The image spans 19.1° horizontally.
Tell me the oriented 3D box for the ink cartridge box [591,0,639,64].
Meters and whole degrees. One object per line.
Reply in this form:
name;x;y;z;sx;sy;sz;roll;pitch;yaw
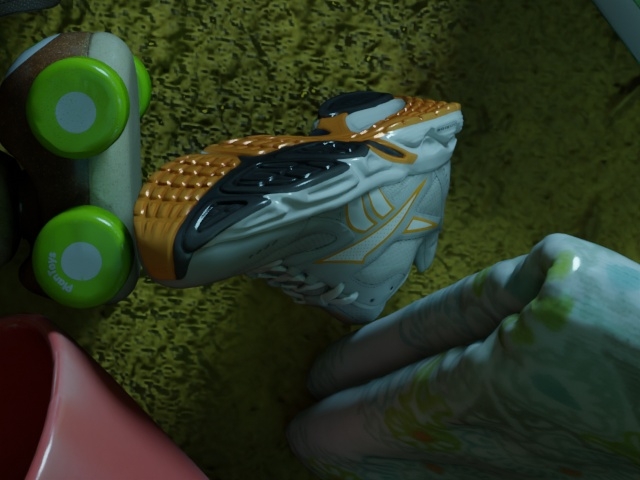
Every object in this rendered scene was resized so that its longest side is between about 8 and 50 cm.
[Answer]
ink cartridge box;0.239;-0.223;1.117;0.212;0.093;0.154;-42;105;-3

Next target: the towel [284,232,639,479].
towel;0.177;0.124;1.019;0.320;0.374;0.090;23;70;-14

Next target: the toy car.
toy car;-0.190;-0.037;1.026;0.188;0.155;0.149;-1;98;0

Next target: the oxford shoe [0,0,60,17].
oxford shoe;-0.159;-0.213;1.034;0.363;0.130;0.133;-39;137;-12

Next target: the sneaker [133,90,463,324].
sneaker;0.000;0.000;1.038;0.262;0.099;0.121;-24;117;-50

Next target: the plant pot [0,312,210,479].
plant pot;-0.137;0.213;1.021;0.243;0.275;0.275;39;88;-25
